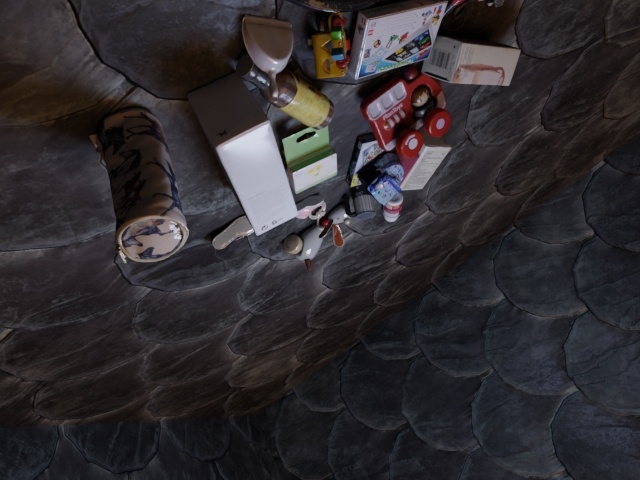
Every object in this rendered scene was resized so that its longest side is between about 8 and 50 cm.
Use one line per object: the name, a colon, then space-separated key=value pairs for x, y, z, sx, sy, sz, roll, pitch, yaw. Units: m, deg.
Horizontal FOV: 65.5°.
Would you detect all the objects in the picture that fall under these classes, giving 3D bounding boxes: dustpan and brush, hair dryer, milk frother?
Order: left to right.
dustpan and brush: x=-0.128 y=-0.468 z=1.300 sx=0.147 sy=0.211 sz=0.060 roll=-8 pitch=171 yaw=-35
milk frother: x=0.181 y=-0.153 z=2.080 sx=0.129 sy=0.134 sz=0.143 roll=-23 pitch=159 yaw=40
hair dryer: x=0.472 y=-0.768 z=1.483 sx=0.224 sy=0.080 sz=0.293 roll=-30 pitch=150 yaw=-2

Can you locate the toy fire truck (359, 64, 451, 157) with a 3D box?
toy fire truck: x=0.298 y=-0.454 z=1.720 sx=0.302 sy=0.169 sz=0.254 roll=-38 pitch=132 yaw=-6

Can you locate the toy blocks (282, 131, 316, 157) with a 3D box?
toy blocks: x=-0.047 y=-0.310 z=1.721 sx=0.148 sy=0.054 sz=0.123 roll=-33 pitch=150 yaw=2

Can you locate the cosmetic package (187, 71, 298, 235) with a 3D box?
cosmetic package: x=-0.218 y=-0.240 z=1.496 sx=0.161 sy=0.230 sz=0.453 roll=-28 pitch=151 yaw=-7

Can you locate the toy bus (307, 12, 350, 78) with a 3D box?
toy bus: x=0.020 y=-0.547 z=1.369 sx=0.104 sy=0.202 sz=0.191 roll=-2 pitch=160 yaw=10

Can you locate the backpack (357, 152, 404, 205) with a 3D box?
backpack: x=0.256 y=-0.244 z=1.935 sx=0.173 sy=0.117 sz=0.158 roll=-42 pitch=142 yaw=5

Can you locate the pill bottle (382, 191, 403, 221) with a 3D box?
pill bottle: x=0.326 y=-0.153 z=2.267 sx=0.086 sy=0.086 sz=0.152 roll=-24 pitch=150 yaw=-13

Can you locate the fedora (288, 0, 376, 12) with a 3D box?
fedora: x=-0.012 y=-0.625 z=1.129 sx=0.334 sy=0.334 sz=0.152 roll=-17 pitch=178 yaw=-24

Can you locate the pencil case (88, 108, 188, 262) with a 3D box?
pencil case: x=-0.454 y=-0.140 z=1.245 sx=0.183 sy=0.410 sz=0.160 roll=-24 pitch=148 yaw=0

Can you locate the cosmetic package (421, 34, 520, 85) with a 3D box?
cosmetic package: x=0.503 y=-0.600 z=1.663 sx=0.296 sy=0.153 sz=0.129 roll=-9 pitch=123 yaw=-32

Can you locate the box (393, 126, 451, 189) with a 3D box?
box: x=0.388 y=-0.330 z=2.017 sx=0.149 sy=0.127 sz=0.232 roll=-7 pitch=142 yaw=-36

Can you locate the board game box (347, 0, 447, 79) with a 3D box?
board game box: x=0.229 y=-0.610 z=1.492 sx=0.305 sy=0.053 sz=0.193 roll=-24 pitch=150 yaw=-26

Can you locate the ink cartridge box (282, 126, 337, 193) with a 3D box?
ink cartridge box: x=-0.031 y=-0.276 z=1.678 sx=0.171 sy=0.056 sz=0.235 roll=-26 pitch=153 yaw=-12

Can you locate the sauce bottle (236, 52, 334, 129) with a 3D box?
sauce bottle: x=-0.095 y=-0.428 z=1.438 sx=0.111 sy=0.111 sz=0.344 roll=-44 pitch=148 yaw=21

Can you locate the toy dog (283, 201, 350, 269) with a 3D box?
toy dog: x=0.000 y=0.000 z=2.121 sx=0.220 sy=0.161 sz=0.333 roll=5 pitch=135 yaw=-46

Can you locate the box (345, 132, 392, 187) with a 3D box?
box: x=0.195 y=-0.318 z=1.940 sx=0.159 sy=0.044 sz=0.233 roll=-18 pitch=148 yaw=-23

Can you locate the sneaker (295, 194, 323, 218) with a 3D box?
sneaker: x=-0.049 y=-0.131 z=1.993 sx=0.134 sy=0.051 sz=0.070 roll=-24 pitch=151 yaw=-6

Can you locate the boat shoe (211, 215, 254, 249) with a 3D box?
boat shoe: x=-0.321 y=-0.039 z=1.893 sx=0.206 sy=0.075 sz=0.065 roll=-33 pitch=-166 yaw=-8
